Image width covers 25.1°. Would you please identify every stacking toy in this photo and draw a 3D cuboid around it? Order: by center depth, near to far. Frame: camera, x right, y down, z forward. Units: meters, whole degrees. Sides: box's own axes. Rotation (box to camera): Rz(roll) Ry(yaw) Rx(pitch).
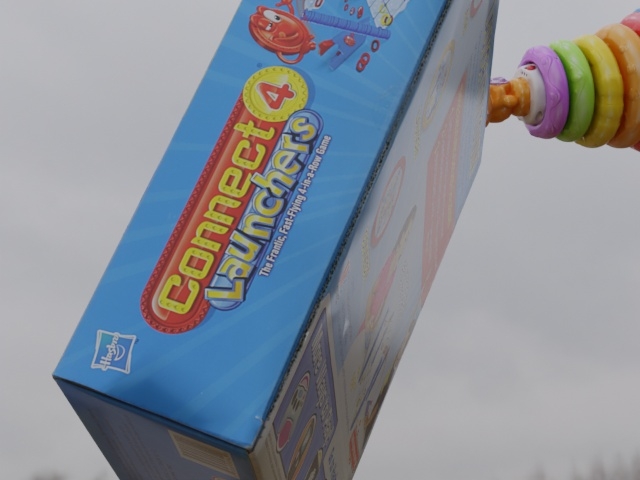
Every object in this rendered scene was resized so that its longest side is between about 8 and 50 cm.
[{"bbox_3d":[0.278,-0.167,1.621,0.302,0.166,0.175,-7,27,-17],"label":"stacking toy"}]

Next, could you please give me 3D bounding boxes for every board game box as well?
[{"bbox_3d":[0.000,0.000,0.724,0.086,0.302,0.308,19,-23,11],"label":"board game box"}]
